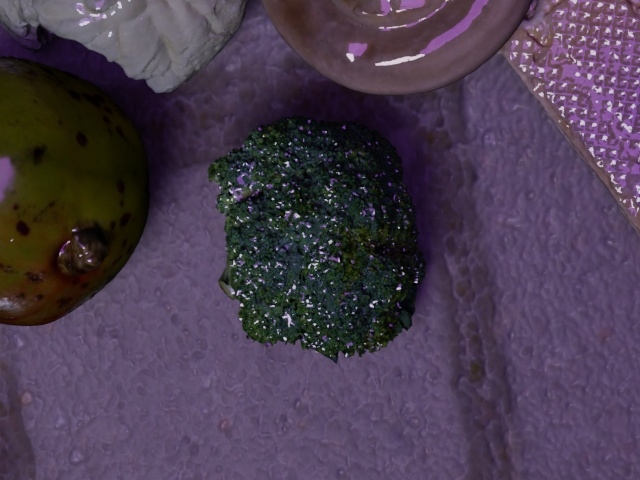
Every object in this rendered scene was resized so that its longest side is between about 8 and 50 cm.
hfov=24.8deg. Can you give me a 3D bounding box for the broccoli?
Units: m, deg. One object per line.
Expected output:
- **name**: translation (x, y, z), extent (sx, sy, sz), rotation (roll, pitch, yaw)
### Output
- **broccoli**: translation (0.000, 0.000, 1.064), extent (0.195, 0.156, 0.195), rotation (8, 72, -25)

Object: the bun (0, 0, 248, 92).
- **bun**: translation (-0.156, -0.200, 1.044), extent (0.212, 0.126, 0.204), rotation (-14, 94, 18)

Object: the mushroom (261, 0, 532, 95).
- **mushroom**: translation (0.044, -0.200, 0.991), extent (0.207, 0.215, 0.207), rotation (3, 101, 16)

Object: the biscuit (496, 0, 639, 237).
- **biscuit**: translation (0.234, -0.088, 1.068), extent (0.108, 0.062, 0.239), rotation (-37, 92, 11)

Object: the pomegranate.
- **pomegranate**: translation (-0.246, -0.042, 1.053), extent (0.246, 0.198, 0.198), rotation (20, 99, 5)
